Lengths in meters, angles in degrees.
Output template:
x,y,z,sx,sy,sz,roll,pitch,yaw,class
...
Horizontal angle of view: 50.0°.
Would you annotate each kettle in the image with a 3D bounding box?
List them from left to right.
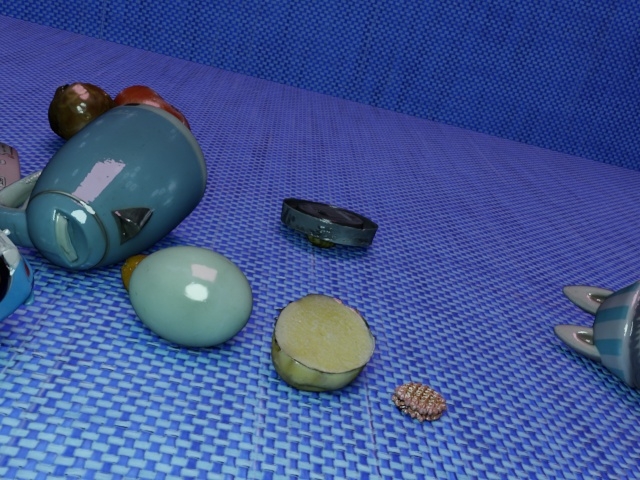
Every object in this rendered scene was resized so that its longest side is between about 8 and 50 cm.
x,y,z,sx,sy,sz,roll,pitch,yaw,class
-0.410,-0.074,1.206,0.319,0.247,0.342,2,28,15,kettle

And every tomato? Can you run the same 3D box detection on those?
x,y,z,sx,sy,sz,roll,pitch,yaw,class
-0.442,-0.341,1.863,0.237,0.095,0.237,36,0,0,tomato

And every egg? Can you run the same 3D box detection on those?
x,y,z,sx,sy,sz,roll,pitch,yaw,class
-0.196,0.083,1.036,0.192,0.149,0.149,15,22,12,egg

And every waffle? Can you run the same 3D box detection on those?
x,y,z,sx,sy,sz,roll,pitch,yaw,class
0.152,0.243,1.042,0.083,0.029,0.075,3,25,-33,waffle

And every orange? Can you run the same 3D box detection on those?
x,y,z,sx,sy,sz,roll,pitch,yaw,class
-0.288,0.060,1.130,0.085,0.085,0.085,13,22,-5,orange

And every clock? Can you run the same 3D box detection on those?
x,y,z,sx,sy,sz,roll,pitch,yaw,class
0.018,-0.042,1.562,0.226,0.049,0.226,16,12,-3,clock

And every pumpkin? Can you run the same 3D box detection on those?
x,y,z,sx,sy,sz,roll,pitch,yaw,class
0.000,0.001,1.514,0.083,0.028,0.050,11,13,-40,pumpkin

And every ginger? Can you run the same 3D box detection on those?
x,y,z,sx,sy,sz,roll,pitch,yaw,class
-0.586,-0.309,1.721,0.165,0.172,0.321,-17,15,-10,ginger

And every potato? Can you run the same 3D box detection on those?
x,y,z,sx,sy,sz,roll,pitch,yaw,class
-0.006,0.166,1.060,0.164,0.081,0.200,28,27,9,potato

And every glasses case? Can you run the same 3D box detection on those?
x,y,z,sx,sy,sz,roll,pitch,yaw,class
-0.655,-0.131,1.347,0.122,0.075,0.314,6,23,-28,glasses case

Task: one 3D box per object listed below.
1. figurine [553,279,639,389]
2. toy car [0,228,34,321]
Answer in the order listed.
x,y,z,sx,sy,sz,roll,pitch,yaw,class
0.660,0.144,1.307,0.377,0.266,0.361,31,21,33,figurine
-0.509,0.086,0.831,0.314,0.166,0.198,-36,46,-26,toy car
